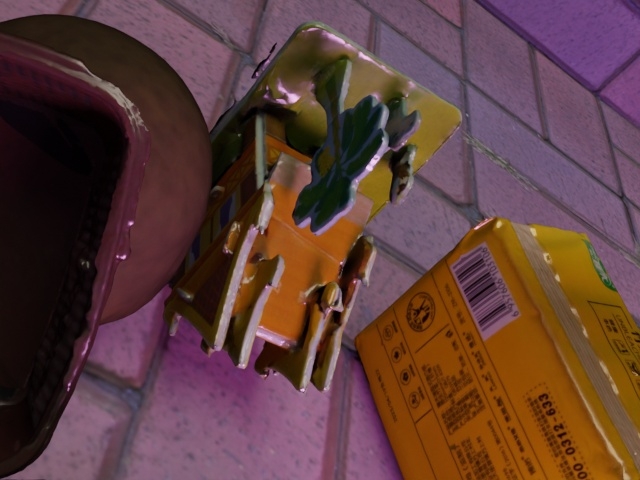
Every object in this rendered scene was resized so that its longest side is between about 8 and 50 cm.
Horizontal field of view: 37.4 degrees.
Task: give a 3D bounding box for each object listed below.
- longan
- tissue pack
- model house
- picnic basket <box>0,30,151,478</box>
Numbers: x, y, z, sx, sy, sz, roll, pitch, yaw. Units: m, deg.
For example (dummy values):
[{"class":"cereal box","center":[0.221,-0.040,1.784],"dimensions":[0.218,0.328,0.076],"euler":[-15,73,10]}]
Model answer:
[{"class":"longan","center":[-0.246,-0.068,0.886],"dimensions":[0.297,0.297,0.297],"euler":[29,36,-23]},{"class":"tissue pack","center":[0.241,0.208,1.100],"dimensions":[0.228,0.293,0.382],"euler":[14,43,-39]},{"class":"model house","center":[0.000,0.000,1.007],"dimensions":[0.242,0.358,0.313],"euler":[27,35,-29]},{"class":"picnic basket","center":[-0.249,0.004,0.680],"dimensions":[0.222,0.297,0.129],"euler":[18,-1,-7]}]
